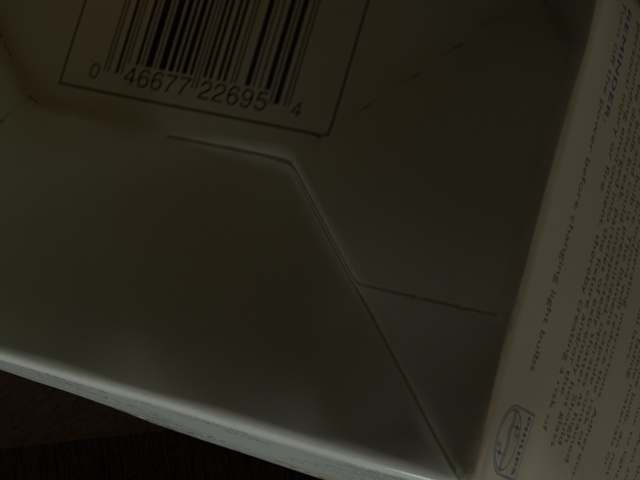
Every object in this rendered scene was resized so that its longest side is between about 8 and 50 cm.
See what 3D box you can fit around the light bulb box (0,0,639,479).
[{"bbox_3d":[0.000,0.000,0.875,0.357,0.225,0.361,13,171,25],"label":"light bulb box"}]
